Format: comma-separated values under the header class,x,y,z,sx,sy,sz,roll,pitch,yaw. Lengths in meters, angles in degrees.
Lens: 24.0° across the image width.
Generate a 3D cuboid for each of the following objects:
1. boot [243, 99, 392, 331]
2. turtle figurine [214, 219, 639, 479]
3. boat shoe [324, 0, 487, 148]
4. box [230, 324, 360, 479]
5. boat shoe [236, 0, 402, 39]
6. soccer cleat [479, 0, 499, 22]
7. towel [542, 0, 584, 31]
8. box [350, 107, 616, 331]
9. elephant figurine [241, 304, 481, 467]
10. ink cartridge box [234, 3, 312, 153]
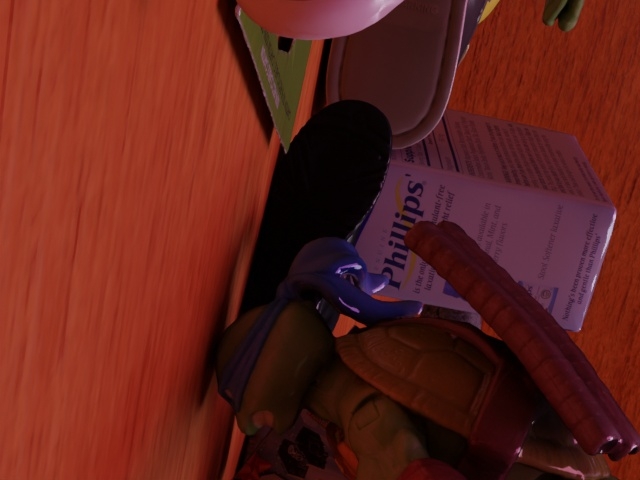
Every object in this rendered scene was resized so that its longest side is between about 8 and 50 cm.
class,x,y,z,sx,sy,sz,roll,pitch,yaw
boot,0.001,0.000,0.684,0.099,0.045,0.121,37,73,-82
turtle figurine,0.065,0.149,0.572,0.197,0.266,0.274,99,9,-55
boat shoe,0.056,-0.158,0.714,0.068,0.081,0.227,-70,179,-70
box,0.039,0.117,0.687,0.094,0.137,0.027,-52,176,18
boat shoe,0.010,-0.138,0.367,0.063,0.066,0.184,64,40,-59
soccer cleat,0.087,-0.254,0.890,0.121,0.093,0.289,-24,139,-44
towel,0.119,-0.175,0.620,0.113,0.023,0.152,84,22,-74
box,0.072,-0.018,0.796,0.126,0.137,0.072,-90,-168,-70
elephant figurine,0.026,0.146,0.809,0.186,0.169,0.239,-156,-104,-65
ink cartridge box,0.052,-0.162,0.540,0.189,0.097,0.255,75,28,-80
